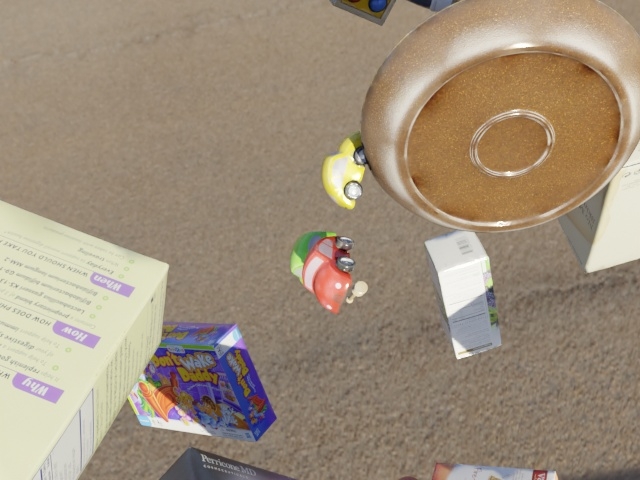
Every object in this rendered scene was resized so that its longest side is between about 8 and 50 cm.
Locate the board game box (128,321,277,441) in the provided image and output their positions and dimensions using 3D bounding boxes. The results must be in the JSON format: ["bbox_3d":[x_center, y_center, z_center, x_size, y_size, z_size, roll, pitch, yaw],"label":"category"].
[{"bbox_3d":[-0.281,0.286,1.608,0.347,0.233,0.078,-3,26,37],"label":"board game box"}]

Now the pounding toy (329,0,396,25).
[{"bbox_3d":[0.084,-0.467,1.352,0.130,0.141,0.100,13,32,-31],"label":"pounding toy"}]

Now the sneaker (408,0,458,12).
[{"bbox_3d":[0.132,-0.423,0.914,0.153,0.282,0.099,19,5,6],"label":"sneaker"}]

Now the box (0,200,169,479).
[{"bbox_3d":[-0.275,0.098,0.637,0.213,0.117,0.243,20,44,4],"label":"box"}]

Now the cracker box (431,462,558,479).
[{"bbox_3d":[0.312,0.496,1.416,0.232,0.067,0.155,-4,36,26],"label":"cracker box"}]

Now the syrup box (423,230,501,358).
[{"bbox_3d":[0.266,0.101,1.431,0.096,0.237,0.093,-18,39,2],"label":"syrup box"}]

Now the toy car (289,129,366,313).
[{"bbox_3d":[0.000,0.000,0.957,0.053,0.225,0.239,15,63,-8],"label":"toy car"}]

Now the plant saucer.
[{"bbox_3d":[0.199,-0.112,0.817,0.310,0.310,0.050,-5,44,2],"label":"plant saucer"}]

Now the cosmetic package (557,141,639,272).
[{"bbox_3d":[0.438,-0.096,1.164,0.113,0.309,0.160,-17,59,1],"label":"cosmetic package"}]

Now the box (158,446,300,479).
[{"bbox_3d":[-0.088,0.478,1.057,0.183,0.296,0.294,-49,36,17],"label":"box"}]

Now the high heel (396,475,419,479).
[{"bbox_3d":[0.111,0.549,1.539,0.244,0.117,0.082,-36,54,22],"label":"high heel"}]

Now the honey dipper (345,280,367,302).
[{"bbox_3d":[0.079,0.124,1.799,0.030,0.160,0.030,2,75,-9],"label":"honey dipper"}]
